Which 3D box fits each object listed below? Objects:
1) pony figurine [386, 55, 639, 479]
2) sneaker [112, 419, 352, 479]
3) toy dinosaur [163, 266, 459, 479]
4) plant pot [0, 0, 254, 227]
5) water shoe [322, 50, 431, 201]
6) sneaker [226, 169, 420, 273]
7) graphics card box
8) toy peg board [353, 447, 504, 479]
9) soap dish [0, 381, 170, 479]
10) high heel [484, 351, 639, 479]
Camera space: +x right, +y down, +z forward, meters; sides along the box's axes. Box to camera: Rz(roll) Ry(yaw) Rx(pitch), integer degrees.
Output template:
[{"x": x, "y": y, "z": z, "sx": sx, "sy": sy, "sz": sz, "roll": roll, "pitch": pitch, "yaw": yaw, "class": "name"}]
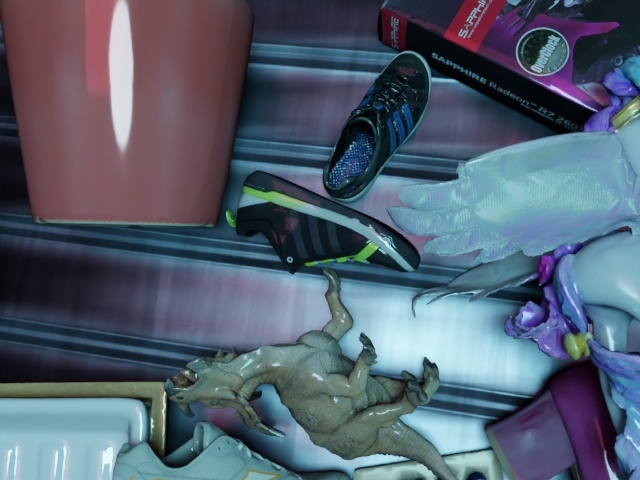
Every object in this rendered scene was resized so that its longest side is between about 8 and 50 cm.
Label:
[{"x": 0.266, "y": 0.025, "z": 0.524, "sx": 0.350, "sy": 0.303, "sz": 0.364, "roll": -24, "pitch": 69, "yaw": 0, "class": "pony figurine"}, {"x": -0.079, "y": 0.239, "z": 0.592, "sx": 0.262, "sy": 0.099, "sz": 0.121, "roll": 5, "pitch": 70, "yaw": -31, "class": "sneaker"}, {"x": 0.005, "y": 0.173, "z": 0.632, "sx": 0.295, "sy": 0.127, "sz": 0.200, "roll": 41, "pitch": 104, "yaw": -7, "class": "toy dinosaur"}, {"x": -0.209, "y": -0.136, "z": 0.653, "sx": 0.274, "sy": 0.275, "sz": 0.243, "roll": 2, "pitch": 90, "yaw": 7, "class": "plant pot"}, {"x": 0.071, "y": -0.137, "z": 0.693, "sx": 0.072, "sy": 0.080, "sz": 0.203, "roll": 28, "pitch": 88, "yaw": 10, "class": "water shoe"}, {"x": 0.000, "y": 0.000, "z": 0.692, "sx": 0.234, "sy": 0.084, "sz": 0.097, "roll": 25, "pitch": 96, "yaw": 16, "class": "sneaker"}, {"x": 0.281, "y": -0.264, "z": 0.690, "sx": 0.370, "sy": 0.094, "sz": 0.233, "roll": 32, "pitch": 85, "yaw": 11, "class": "graphics card box"}, {"x": 0.124, "y": 0.314, "z": 0.609, "sx": 0.161, "sy": 0.079, "sz": 0.161, "roll": -11, "pitch": 79, "yaw": 5, "class": "toy peg board"}, {"x": -0.302, "y": 0.272, "z": 0.649, "sx": 0.290, "sy": 0.118, "sz": 0.229, "roll": -2, "pitch": 79, "yaw": 7, "class": "soap dish"}, {"x": 0.329, "y": 0.300, "z": 0.556, "sx": 0.181, "sy": 0.127, "sz": 0.377, "roll": -33, "pitch": 74, "yaw": 11, "class": "high heel"}]
